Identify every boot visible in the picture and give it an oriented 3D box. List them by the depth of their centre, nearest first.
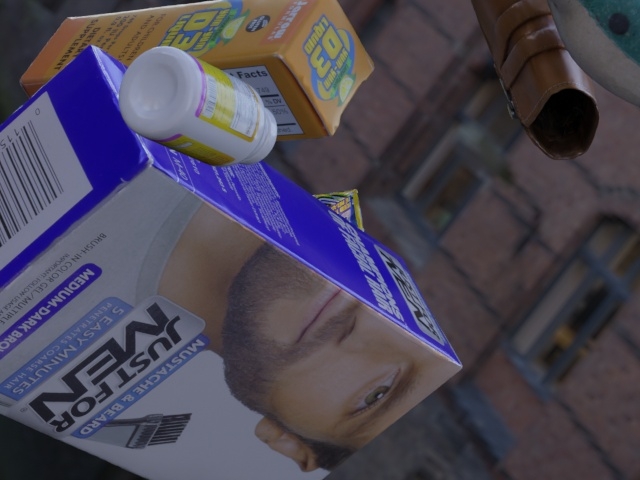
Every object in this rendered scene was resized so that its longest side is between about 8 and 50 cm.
[{"bbox_3d":[0.152,-0.207,1.577,0.283,0.109,0.220,62,14,-60],"label":"boot"}]

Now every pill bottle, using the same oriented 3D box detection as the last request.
[{"bbox_3d":[-0.054,-0.059,0.904,0.043,0.043,0.083,44,11,30],"label":"pill bottle"}]

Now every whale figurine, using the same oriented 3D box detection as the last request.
[{"bbox_3d":[0.232,-0.227,1.426,0.216,0.141,0.272,-17,70,-47],"label":"whale figurine"}]

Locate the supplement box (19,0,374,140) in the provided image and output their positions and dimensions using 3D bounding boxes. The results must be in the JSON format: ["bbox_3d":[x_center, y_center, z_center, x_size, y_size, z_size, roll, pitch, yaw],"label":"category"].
[{"bbox_3d":[-0.085,-0.111,1.295,0.233,0.078,0.080,-1,-46,35],"label":"supplement box"}]

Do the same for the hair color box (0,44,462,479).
[{"bbox_3d":[-0.082,0.043,1.168,0.339,0.185,0.110,33,23,-51],"label":"hair color box"}]

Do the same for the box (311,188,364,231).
[{"bbox_3d":[0.000,0.000,1.475,0.169,0.059,0.054,107,-25,-84],"label":"box"}]
